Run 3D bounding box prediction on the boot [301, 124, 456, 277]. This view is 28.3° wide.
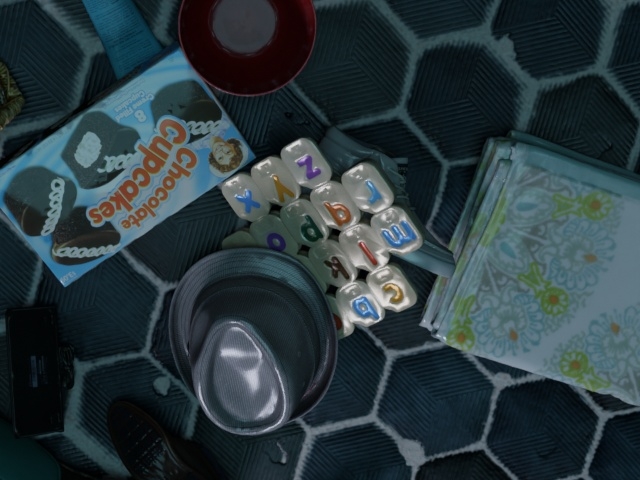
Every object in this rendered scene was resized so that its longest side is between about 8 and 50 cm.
[{"bbox_3d":[0.096,-0.057,1.758,0.258,0.095,0.123,30,96,-1],"label":"boot"}]

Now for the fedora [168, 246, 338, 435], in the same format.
[{"bbox_3d":[-0.101,0.159,1.755,0.243,0.124,0.275,2,114,7],"label":"fedora"}]

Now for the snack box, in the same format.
[{"bbox_3d":[-0.271,-0.103,1.726,0.322,0.060,0.187,-34,112,2],"label":"snack box"}]

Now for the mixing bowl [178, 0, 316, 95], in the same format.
[{"bbox_3d":[-0.100,-0.288,1.690,0.181,0.098,0.181,-2,104,-7],"label":"mixing bowl"}]

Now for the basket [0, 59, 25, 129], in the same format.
[{"bbox_3d":[-0.549,-0.220,1.594,0.223,0.213,0.299,-32,105,2],"label":"basket"}]

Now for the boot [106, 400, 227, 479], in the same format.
[{"bbox_3d":[-0.218,0.319,1.841,0.082,0.106,0.219,-46,75,7],"label":"boot"}]

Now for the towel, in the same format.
[{"bbox_3d":[0.362,0.041,1.834,0.374,0.090,0.320,18,103,-10],"label":"towel"}]

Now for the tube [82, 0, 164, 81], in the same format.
[{"bbox_3d":[-0.277,-0.305,1.694,0.080,0.052,0.207,-25,112,4],"label":"tube"}]

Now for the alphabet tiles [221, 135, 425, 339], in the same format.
[{"bbox_3d":[0.000,0.000,1.738,0.284,0.021,0.278,-28,104,33],"label":"alphabet tiles"}]

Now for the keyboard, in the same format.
[{"bbox_3d":[-0.390,0.181,1.779,0.108,0.023,0.180,-3,90,-42],"label":"keyboard"}]

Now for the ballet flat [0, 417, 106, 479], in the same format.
[{"bbox_3d":[-0.376,0.390,1.798,0.482,0.164,0.182,26,109,-15],"label":"ballet flat"}]
